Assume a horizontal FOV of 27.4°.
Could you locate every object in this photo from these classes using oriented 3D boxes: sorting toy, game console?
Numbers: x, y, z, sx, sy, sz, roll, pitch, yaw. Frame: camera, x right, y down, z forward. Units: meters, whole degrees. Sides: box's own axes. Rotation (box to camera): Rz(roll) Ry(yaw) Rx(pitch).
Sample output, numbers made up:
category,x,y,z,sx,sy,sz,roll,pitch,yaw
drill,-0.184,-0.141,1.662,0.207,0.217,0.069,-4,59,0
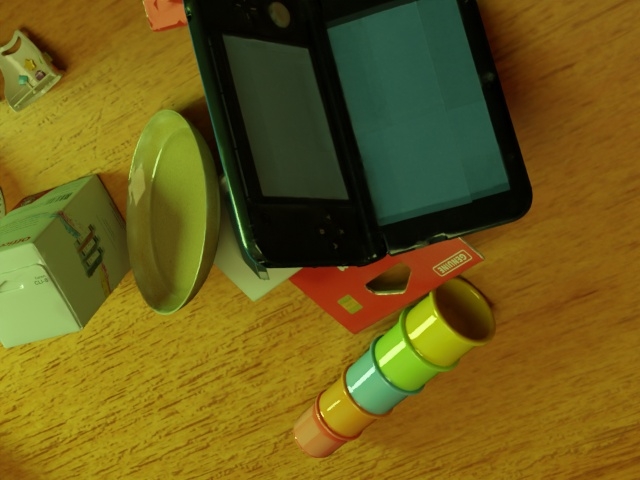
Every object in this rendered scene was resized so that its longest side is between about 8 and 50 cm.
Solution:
category,x,y,z,sx,sy,sz,roll,pitch,yaw
sorting toy,-0.350,-0.208,1.555,0.083,0.045,0.075,-34,97,33
game console,0.036,-0.136,1.256,0.173,0.250,0.293,-25,74,38

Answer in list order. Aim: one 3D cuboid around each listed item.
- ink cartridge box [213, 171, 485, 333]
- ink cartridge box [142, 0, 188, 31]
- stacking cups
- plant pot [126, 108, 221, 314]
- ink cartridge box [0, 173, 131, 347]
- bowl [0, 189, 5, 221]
category,x,y,z,sx,sy,sz,roll,pitch,yaw
ink cartridge box,0.000,0.000,1.476,0.261,0.066,0.296,43,145,-7
ink cartridge box,-0.074,-0.396,1.253,0.308,0.091,0.385,-11,116,6
stacking cups,0.083,0.170,1.597,0.096,0.096,0.316,38,128,-5
plant pot,-0.168,-0.032,1.514,0.032,0.236,0.236,1,131,-29
ink cartridge box,-0.330,0.026,1.604,0.128,0.176,0.127,-15,114,28
bowl,-0.499,-0.041,1.686,0.170,0.080,0.170,9,122,14
